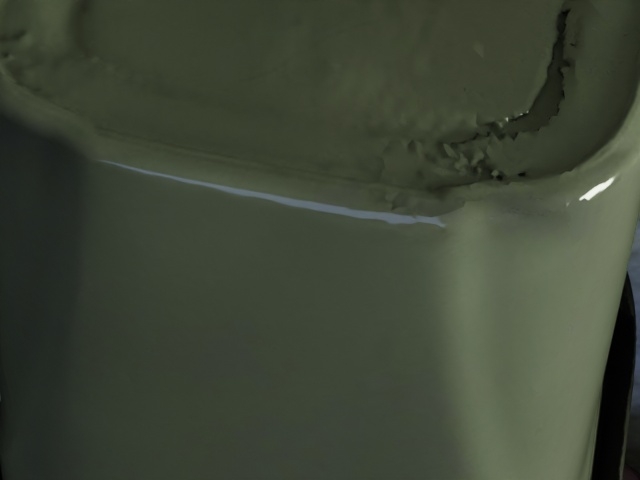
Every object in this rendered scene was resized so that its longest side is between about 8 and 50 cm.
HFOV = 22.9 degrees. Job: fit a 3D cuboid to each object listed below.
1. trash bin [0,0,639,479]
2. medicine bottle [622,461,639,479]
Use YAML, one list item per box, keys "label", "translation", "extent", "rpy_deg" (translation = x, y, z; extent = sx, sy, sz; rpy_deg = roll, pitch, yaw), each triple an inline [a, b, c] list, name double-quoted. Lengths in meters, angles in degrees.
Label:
- label: "trash bin"
  translation: [0.000, 0.000, 0.476]
  extent: [0.220, 0.219, 0.250]
  rpy_deg: [9, 143, 5]
- label: "medicine bottle"
  translation: [0.102, 0.160, 0.754]
  extent: [0.247, 0.147, 0.147]
  rpy_deg: [36, 144, -31]
